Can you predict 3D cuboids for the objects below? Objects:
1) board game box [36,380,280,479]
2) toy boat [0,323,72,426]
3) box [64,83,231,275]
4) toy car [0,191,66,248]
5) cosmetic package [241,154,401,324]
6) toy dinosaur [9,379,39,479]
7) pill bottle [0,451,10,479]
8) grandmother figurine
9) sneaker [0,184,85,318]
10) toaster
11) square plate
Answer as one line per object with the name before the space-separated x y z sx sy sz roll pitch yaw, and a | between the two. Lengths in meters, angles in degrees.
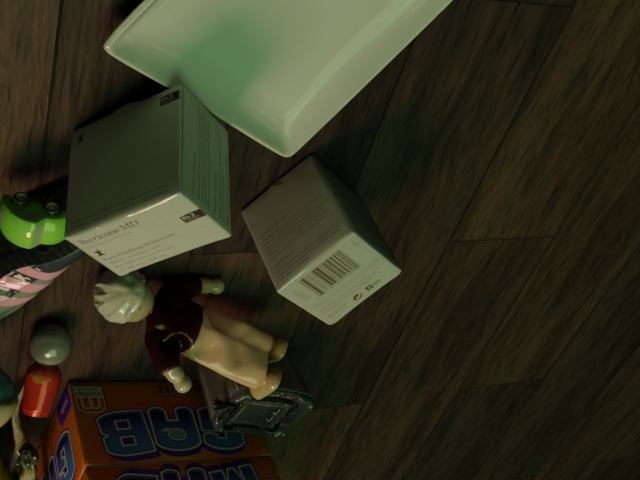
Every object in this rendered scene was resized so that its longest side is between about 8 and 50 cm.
board game box | -0.310 0.505 1.698 0.356 0.356 0.356 5 132 -33
toy boat | -0.515 0.192 1.380 0.318 0.268 0.148 11 93 -55
box | -0.222 -0.076 1.200 0.181 0.181 0.119 -19 144 21
toy car | -0.437 -0.038 1.200 0.225 0.053 0.239 16 129 -11
cosmetic package | 0.000 0.000 1.435 0.151 0.183 0.151 -38 139 14
toy dinosaur | -0.498 0.372 1.552 0.064 0.118 0.268 -2 109 -11
pill bottle | -0.623 0.402 1.544 0.188 0.188 0.334 -15 140 -13
grandmother figurine | -0.214 0.147 1.497 0.342 0.207 0.104 33 132 -28
sneaker | -0.422 0.028 1.325 0.319 0.112 0.131 -30 164 2
toaster | -0.131 0.267 1.693 0.227 0.146 0.129 14 126 -40
square plate | -0.043 -0.295 1.189 0.344 0.049 0.347 -43 138 19
